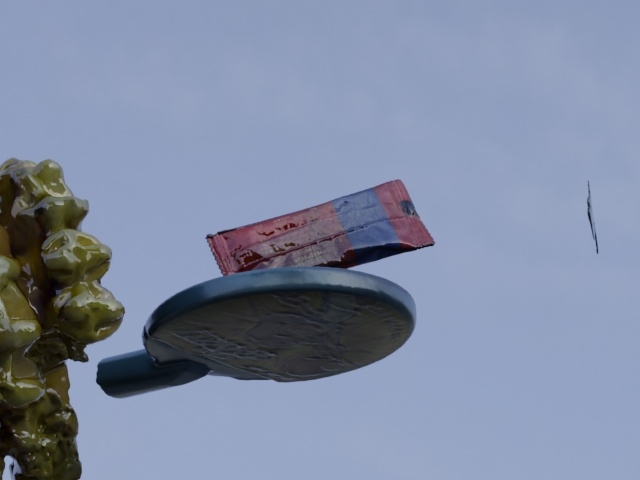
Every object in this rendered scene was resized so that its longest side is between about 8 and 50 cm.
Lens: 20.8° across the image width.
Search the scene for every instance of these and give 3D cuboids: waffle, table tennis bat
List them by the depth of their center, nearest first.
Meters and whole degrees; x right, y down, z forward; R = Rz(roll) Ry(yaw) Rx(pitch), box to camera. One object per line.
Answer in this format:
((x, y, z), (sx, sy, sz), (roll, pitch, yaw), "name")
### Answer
((-0.276, 0.077, 1.496), (0.151, 0.261, 0.324), (-7, -34, -25), "waffle")
((-0.067, 0.086, 1.507), (0.329, 0.044, 0.215), (-19, -28, 36), "table tennis bat")

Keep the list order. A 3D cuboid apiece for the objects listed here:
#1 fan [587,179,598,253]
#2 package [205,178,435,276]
((0.268, -0.017, 1.718), (0.004, 0.056, 0.083), (-6, -49, 12), "fan")
((0.000, 0.000, 1.620), (0.200, 0.083, 0.022), (-16, -31, -13), "package")
